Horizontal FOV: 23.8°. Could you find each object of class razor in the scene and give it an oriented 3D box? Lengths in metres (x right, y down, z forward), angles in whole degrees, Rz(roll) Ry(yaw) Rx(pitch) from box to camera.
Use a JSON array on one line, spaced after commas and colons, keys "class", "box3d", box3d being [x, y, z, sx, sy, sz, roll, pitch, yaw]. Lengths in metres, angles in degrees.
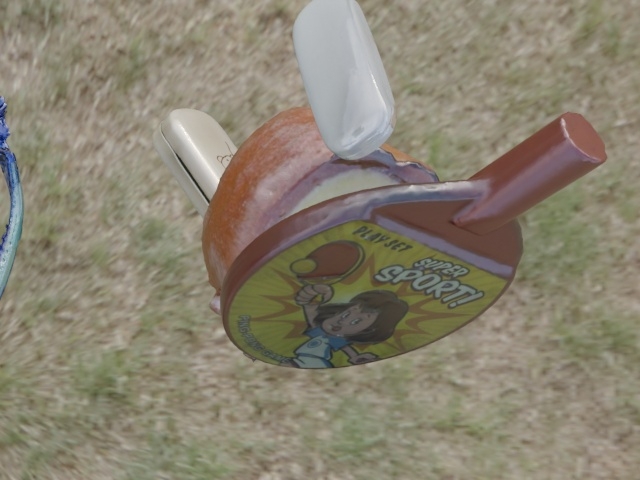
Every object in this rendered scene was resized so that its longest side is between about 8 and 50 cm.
[{"class": "razor", "box3d": [-0.277, 0.048, 1.203, 0.056, 0.093, 0.324, 12, 71, -8]}]

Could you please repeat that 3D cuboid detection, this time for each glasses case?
[{"class": "glasses case", "box3d": [0.018, -0.135, 1.226, 0.041, 0.063, 0.164, 32, 32, -46]}, {"class": "glasses case", "box3d": [-0.106, -0.059, 1.635, 0.050, 0.083, 0.196, -46, 69, 26]}]

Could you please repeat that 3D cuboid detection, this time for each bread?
[{"class": "bread", "box3d": [-0.010, -0.005, 1.439, 0.190, 0.123, 0.244, 36, 97, -30]}]

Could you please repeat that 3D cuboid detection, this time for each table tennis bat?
[{"class": "table tennis bat", "box3d": [0.062, 0.007, 1.041, 0.200, 0.310, 0.038, 20, 48, -40]}]
